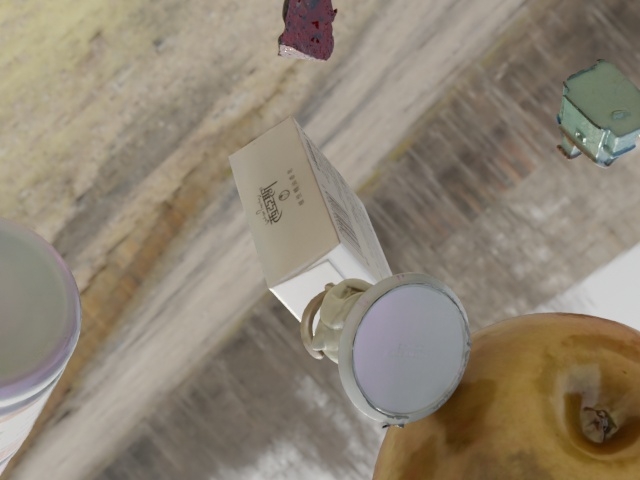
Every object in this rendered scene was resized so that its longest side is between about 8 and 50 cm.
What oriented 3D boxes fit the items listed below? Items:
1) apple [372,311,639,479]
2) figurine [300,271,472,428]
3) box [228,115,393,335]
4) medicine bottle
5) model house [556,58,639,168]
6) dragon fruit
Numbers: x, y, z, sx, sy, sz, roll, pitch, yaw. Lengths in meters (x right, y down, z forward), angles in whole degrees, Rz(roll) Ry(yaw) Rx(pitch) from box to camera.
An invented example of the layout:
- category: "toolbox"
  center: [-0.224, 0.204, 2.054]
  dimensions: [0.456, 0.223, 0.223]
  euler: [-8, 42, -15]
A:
- category: "apple"
  center: [0.218, 0.237, 1.167]
  dimensions: [0.364, 0.364, 0.364]
  euler: [-43, 178, -1]
- category: "figurine"
  center: [0.040, 0.084, 1.106]
  dimensions: [0.132, 0.132, 0.154]
  euler: [-43, -157, -16]
- category: "box"
  center: [-0.002, 0.002, 1.656]
  dimensions: [0.116, 0.203, 0.274]
  euler: [-32, -138, 11]
- category: "medicine bottle"
  center: [-0.371, 0.130, 1.268]
  dimensions: [0.202, 0.202, 0.316]
  euler: [-42, 174, -38]
- category: "model house"
  center: [0.443, -0.181, 2.033]
  dimensions: [0.119, 0.148, 0.148]
  euler: [-26, 152, -23]
- category: "dragon fruit"
  center: [-0.043, -0.413, 2.214]
  dimensions: [0.122, 0.192, 0.092]
  euler: [-3, -168, -39]
